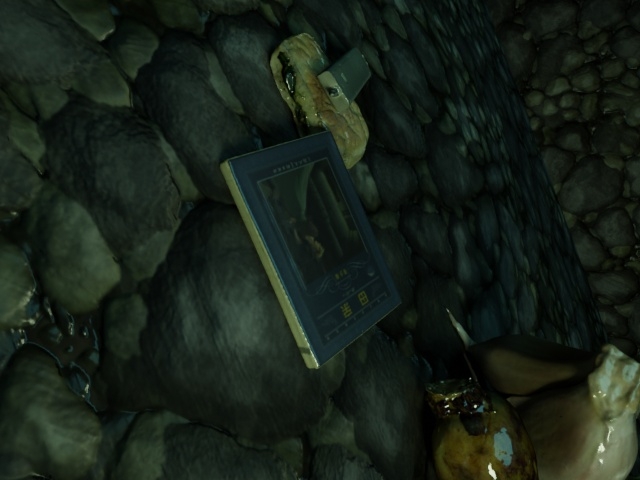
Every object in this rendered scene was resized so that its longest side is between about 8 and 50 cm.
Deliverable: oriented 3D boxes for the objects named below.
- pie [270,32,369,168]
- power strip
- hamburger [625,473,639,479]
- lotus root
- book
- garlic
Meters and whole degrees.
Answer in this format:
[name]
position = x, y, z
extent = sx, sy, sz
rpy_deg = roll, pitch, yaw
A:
[pie]
position = 0.012, -0.218, 0.766
extent = 0.185, 0.052, 0.218
rpy_deg = -28, 95, -53
[power strip]
position = 0.040, -0.252, 0.757
extent = 0.060, 0.027, 0.252
rpy_deg = 56, 28, -18
[hamburger]
position = 0.703, 0.655, 1.060
extent = 0.212, 0.275, 0.274
rpy_deg = 63, 29, -48
[lotus root]
position = 0.256, 0.345, 0.739
extent = 0.169, 0.142, 0.314
rpy_deg = -26, 97, -59
[book]
position = 0.000, 0.000, 0.634
extent = 0.191, 0.025, 0.269
rpy_deg = -27, 95, -42
[garlic]
position = 0.368, 0.284, 0.836
extent = 0.246, 0.340, 0.231
rpy_deg = 42, 71, -31
